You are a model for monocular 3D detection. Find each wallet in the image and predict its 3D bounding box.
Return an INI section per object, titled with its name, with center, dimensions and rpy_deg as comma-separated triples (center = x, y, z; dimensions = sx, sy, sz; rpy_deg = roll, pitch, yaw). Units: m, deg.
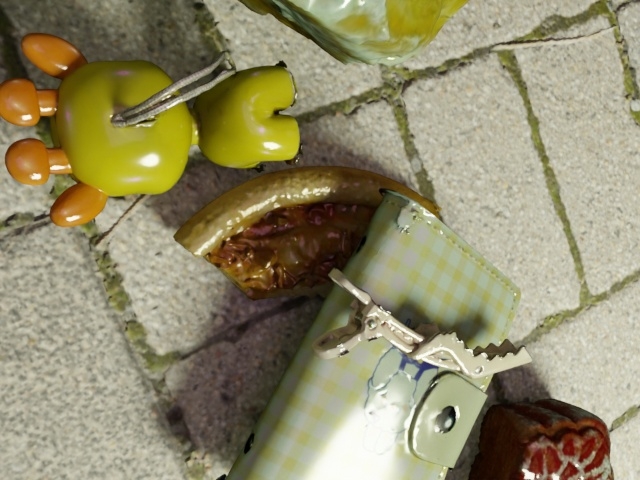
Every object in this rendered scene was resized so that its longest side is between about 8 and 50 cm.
[wallet]
center = 0.063, 0.139, 0.556
dimensions = 0.223, 0.077, 0.310
rpy_deg = 33, 84, -25

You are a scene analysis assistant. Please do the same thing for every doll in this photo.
[doll]
center = -0.135, -0.089, 0.472
dimensions = 0.220, 0.135, 0.143
rpy_deg = -8, 96, -33

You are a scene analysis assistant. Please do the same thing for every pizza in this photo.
[pizza]
center = -0.004, -0.006, 0.567
dimensions = 0.270, 0.056, 0.135
rpy_deg = 4, 88, -22

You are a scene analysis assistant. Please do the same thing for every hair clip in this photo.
[hair clip]
center = 0.093, 0.093, 0.505
dimensions = 0.225, 0.034, 0.072
rpy_deg = 22, 90, -25

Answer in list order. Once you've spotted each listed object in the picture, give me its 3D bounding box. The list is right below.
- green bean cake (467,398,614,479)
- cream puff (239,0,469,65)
[green bean cake]
center = 0.225, 0.297, 0.636
dimensions = 0.198, 0.097, 0.233
rpy_deg = 3, 90, -21
[cream puff]
center = -0.019, -0.310, 0.401
dimensions = 0.378, 0.378, 0.276
rpy_deg = 30, 102, -19
